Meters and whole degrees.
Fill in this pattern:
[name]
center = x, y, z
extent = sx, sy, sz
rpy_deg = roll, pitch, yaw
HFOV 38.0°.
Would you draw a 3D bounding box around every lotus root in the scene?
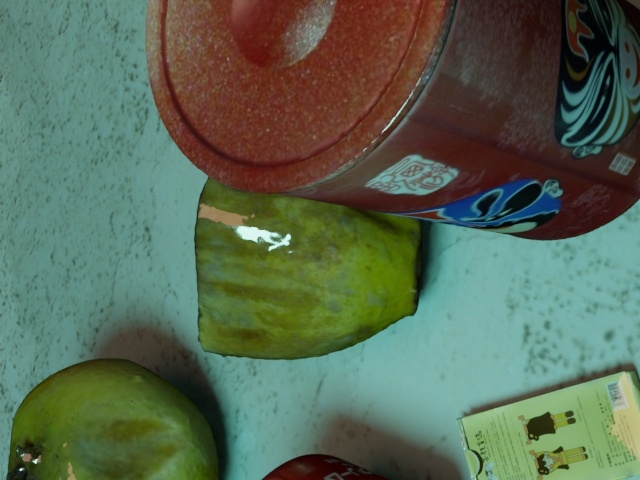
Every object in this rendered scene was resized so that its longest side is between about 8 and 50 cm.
[lotus root]
center = 0.000, 0.001, 0.776
extent = 0.180, 0.199, 0.188
rpy_deg = 7, 131, 9

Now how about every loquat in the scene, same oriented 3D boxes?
[loquat]
center = -0.195, 0.214, 0.857
extent = 0.213, 0.213, 0.213
rpy_deg = -4, 83, 37

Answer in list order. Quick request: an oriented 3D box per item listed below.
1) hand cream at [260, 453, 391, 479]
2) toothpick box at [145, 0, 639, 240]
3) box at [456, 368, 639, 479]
[hand cream]
center = 0.014, 0.267, 0.700
extent = 0.125, 0.193, 0.193
rpy_deg = 15, 95, 36
[toothpick box]
center = 0.079, -0.110, 0.594
extent = 0.204, 0.333, 0.204
rpy_deg = -5, 82, 38
[box]
center = 0.175, 0.150, 0.693
extent = 0.149, 0.020, 0.073
rpy_deg = -23, 73, 34
